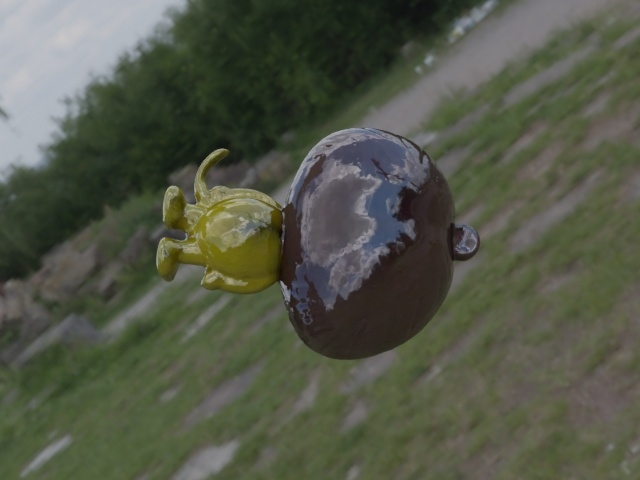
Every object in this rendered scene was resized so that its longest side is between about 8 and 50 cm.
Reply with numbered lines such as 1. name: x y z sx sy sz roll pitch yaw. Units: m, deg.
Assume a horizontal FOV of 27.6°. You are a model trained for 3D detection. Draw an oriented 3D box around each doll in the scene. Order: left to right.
1. doll: 0.000 -0.008 0.800 0.096 0.188 0.145 88 -154 -66
